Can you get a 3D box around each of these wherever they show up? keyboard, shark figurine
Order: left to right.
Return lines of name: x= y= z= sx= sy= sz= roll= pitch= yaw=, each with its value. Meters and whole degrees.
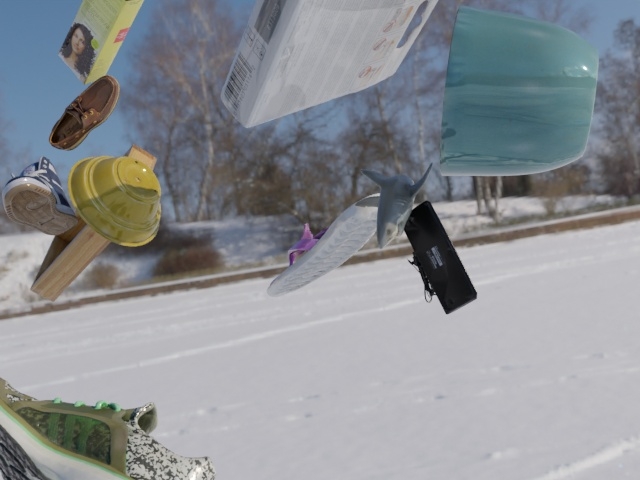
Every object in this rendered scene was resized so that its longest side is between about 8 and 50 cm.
shark figurine: x=0.118 y=-0.093 z=1.462 sx=0.116 sy=0.166 sz=0.278 roll=26 pitch=10 yaw=-2
keyboard: x=0.203 y=0.032 z=1.400 sx=0.038 sy=0.192 sz=0.100 roll=-8 pitch=-21 yaw=-49

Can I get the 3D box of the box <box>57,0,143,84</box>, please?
box: x=-0.407 y=-0.402 z=1.492 sx=0.232 sy=0.087 sz=0.058 roll=-48 pitch=-8 yaw=39

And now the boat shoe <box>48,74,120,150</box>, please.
boat shoe: x=-0.450 y=-0.240 z=1.525 sx=0.178 sy=0.064 sz=0.060 roll=-46 pitch=1 yaw=10

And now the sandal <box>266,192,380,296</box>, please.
sandal: x=0.011 y=-0.002 z=1.796 sx=0.169 sy=0.102 sz=0.416 roll=-11 pitch=-22 yaw=-45

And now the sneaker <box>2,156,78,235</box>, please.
sneaker: x=-0.609 y=-0.115 z=1.681 sx=0.099 sy=0.153 sz=0.282 roll=-27 pitch=-13 yaw=-4

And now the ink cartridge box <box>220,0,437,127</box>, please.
ink cartridge box: x=0.035 y=-0.370 z=1.388 sx=0.385 sy=0.091 sz=0.308 roll=-27 pitch=-19 yaw=-35

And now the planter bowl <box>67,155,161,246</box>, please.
planter bowl: x=-0.392 y=-0.103 z=1.626 sx=0.090 sy=0.217 sz=0.217 roll=-37 pitch=-19 yaw=32

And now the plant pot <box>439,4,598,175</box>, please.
plant pot: x=0.341 y=-0.244 z=1.370 sx=0.235 sy=0.293 sz=0.293 roll=7 pitch=-1 yaw=12

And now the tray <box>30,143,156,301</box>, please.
tray: x=-0.552 y=-0.035 z=1.947 sx=0.076 sy=0.203 sz=0.411 roll=33 pitch=-51 yaw=-23

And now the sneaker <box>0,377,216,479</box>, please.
sneaker: x=-0.309 y=0.278 z=1.084 sx=0.410 sy=0.158 sz=0.182 roll=27 pitch=41 yaw=26
